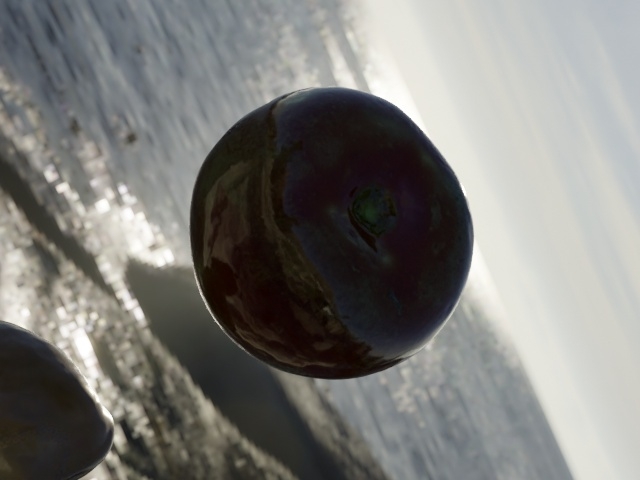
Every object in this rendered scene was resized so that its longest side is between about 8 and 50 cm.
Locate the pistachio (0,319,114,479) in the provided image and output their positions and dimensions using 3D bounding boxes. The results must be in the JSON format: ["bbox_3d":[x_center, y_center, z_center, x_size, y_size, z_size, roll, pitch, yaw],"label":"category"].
[{"bbox_3d":[-0.357,0.170,1.537,0.162,0.293,0.182,121,-21,-56],"label":"pistachio"}]

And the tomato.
[{"bbox_3d":[0.000,0.000,1.374,0.222,0.270,0.270,-28,-95,56],"label":"tomato"}]
